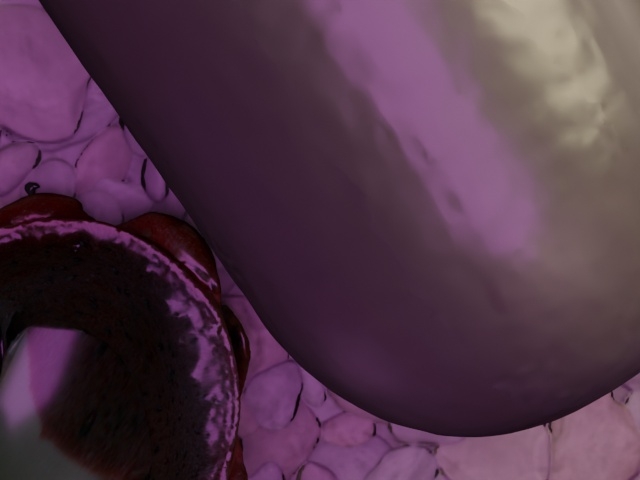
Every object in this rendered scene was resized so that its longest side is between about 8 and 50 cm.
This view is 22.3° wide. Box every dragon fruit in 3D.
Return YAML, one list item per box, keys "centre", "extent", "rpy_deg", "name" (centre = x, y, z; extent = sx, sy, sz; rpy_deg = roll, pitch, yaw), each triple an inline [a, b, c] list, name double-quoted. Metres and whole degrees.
- centre: [-0.173, 0.113, 1.075]
  extent: [0.268, 0.130, 0.295]
  rpy_deg: [22, 100, -13]
  name: "dragon fruit"

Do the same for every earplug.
- centre: [0.054, -0.083, 0.928]
  extent: [0.313, 0.312, 0.394]
  rpy_deg: [-31, 96, 4]
  name: "earplug"
